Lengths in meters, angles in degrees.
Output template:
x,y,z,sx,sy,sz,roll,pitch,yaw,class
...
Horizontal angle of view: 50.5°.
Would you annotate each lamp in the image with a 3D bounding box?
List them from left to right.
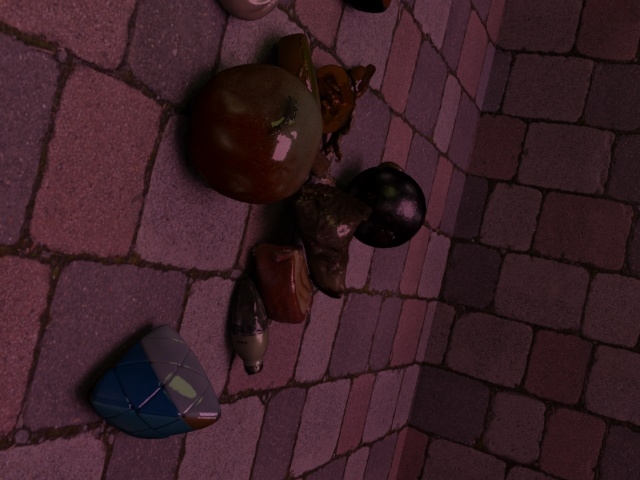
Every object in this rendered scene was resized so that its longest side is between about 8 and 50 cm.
x,y,z,sx,sy,sz,roll,pitch,yaw,class
-0.181,0.219,1.732,0.101,0.101,0.250,-24,111,-60,lamp

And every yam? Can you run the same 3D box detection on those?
x,y,z,sx,sy,sz,roll,pitch,yaw,class
-0.048,-0.260,1.814,0.066,0.066,0.300,-70,154,-15,yam

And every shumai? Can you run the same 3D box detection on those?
x,y,z,sx,sy,sz,roll,pitch,yaw,class
-0.002,0.003,1.843,0.346,0.216,0.283,-89,-163,-68,shumai

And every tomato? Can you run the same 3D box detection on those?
x,y,z,sx,sy,sz,roll,pitch,yaw,class
-0.131,-0.221,1.455,0.303,0.238,0.304,-44,142,-48,tomato

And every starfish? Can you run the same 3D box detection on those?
x,y,z,sx,sy,sz,roll,pitch,yaw,class
0.062,-0.312,1.959,0.150,0.053,0.210,-43,-144,52,starfish

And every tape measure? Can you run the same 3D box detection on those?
x,y,z,sx,sy,sz,roll,pitch,yaw,class
0.150,-0.746,1.906,0.223,0.135,0.202,-25,128,-66,tape measure

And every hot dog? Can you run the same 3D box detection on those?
x,y,z,sx,sy,sz,roll,pitch,yaw,class
0.121,-0.484,2.063,0.140,0.060,0.090,-57,153,-43,hot dog

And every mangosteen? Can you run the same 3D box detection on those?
x,y,z,sx,sy,sz,roll,pitch,yaw,class
0.201,-0.116,2.174,0.288,0.287,0.288,-39,135,-53,mangosteen

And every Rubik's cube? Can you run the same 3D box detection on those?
x,y,z,sx,sy,sz,roll,pitch,yaw,class
-0.314,0.344,1.376,0.254,0.254,0.255,-39,135,-53,Rubik's cube

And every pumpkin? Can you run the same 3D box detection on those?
x,y,z,sx,sy,sz,roll,pitch,yaw,class
0.041,-0.389,1.877,0.107,0.119,0.184,-17,122,-60,pumpkin

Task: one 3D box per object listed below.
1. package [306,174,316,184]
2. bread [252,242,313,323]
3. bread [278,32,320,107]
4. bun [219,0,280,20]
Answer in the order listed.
x,y,z,sx,sy,sz,roll,pitch,yaw,class
-0.042,-0.145,1.937,0.110,0.015,0.037,-57,153,-33,package
-0.097,0.105,1.791,0.244,0.122,0.190,73,22,-44,bread
-0.047,-0.382,1.643,0.236,0.069,0.236,-10,90,-84,bread
-0.135,-0.550,1.434,0.173,0.119,0.173,-42,140,-49,bun
